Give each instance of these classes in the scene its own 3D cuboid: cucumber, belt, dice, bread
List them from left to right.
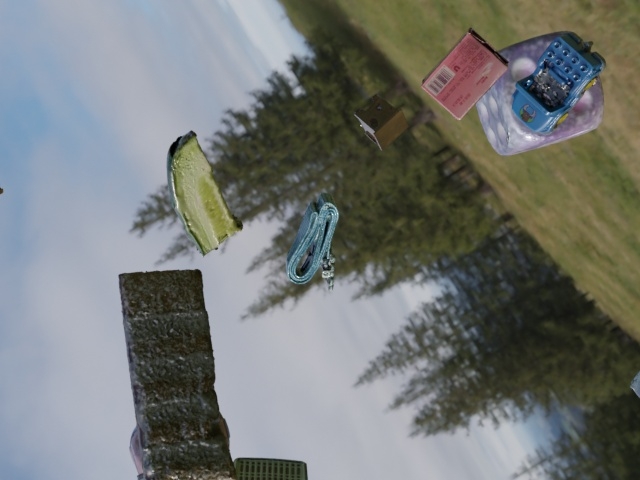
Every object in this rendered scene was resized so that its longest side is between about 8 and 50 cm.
[{"bbox_3d":[-0.274,0.257,1.698,0.113,0.165,0.416,133,128,-65],"label":"bread"},{"bbox_3d":[-0.287,-0.114,2.059,0.105,0.145,0.325,35,156,35],"label":"cucumber"},{"bbox_3d":[0.001,0.002,1.686,0.100,0.179,0.065,13,-153,-16],"label":"belt"},{"bbox_3d":[0.572,-0.384,2.417,0.270,0.271,0.270,154,99,-87],"label":"dice"}]

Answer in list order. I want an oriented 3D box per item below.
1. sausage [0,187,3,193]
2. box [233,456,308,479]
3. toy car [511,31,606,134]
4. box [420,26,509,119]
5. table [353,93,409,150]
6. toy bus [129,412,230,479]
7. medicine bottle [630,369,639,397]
[{"bbox_3d":[-0.809,-0.112,1.823,0.112,0.328,0.112,-175,90,-78],"label":"sausage"},{"bbox_3d":[-0.123,0.648,2.108,0.290,0.221,0.166,-92,6,-58],"label":"box"},{"bbox_3d":[0.406,-0.272,1.605,0.100,0.191,0.097,-24,-115,-45],"label":"toy car"},{"bbox_3d":[0.285,-0.328,1.795,0.111,0.156,0.060,41,-154,-7],"label":"box"},{"bbox_3d":[0.134,-0.269,2.043,0.082,0.083,0.070,46,176,32],"label":"table"},{"bbox_3d":[-0.406,0.607,2.637,0.232,0.294,0.197,-119,17,-73],"label":"toy bus"},{"bbox_3d":[0.720,0.217,1.612,0.245,0.290,0.245,36,-170,-7],"label":"medicine bottle"}]
